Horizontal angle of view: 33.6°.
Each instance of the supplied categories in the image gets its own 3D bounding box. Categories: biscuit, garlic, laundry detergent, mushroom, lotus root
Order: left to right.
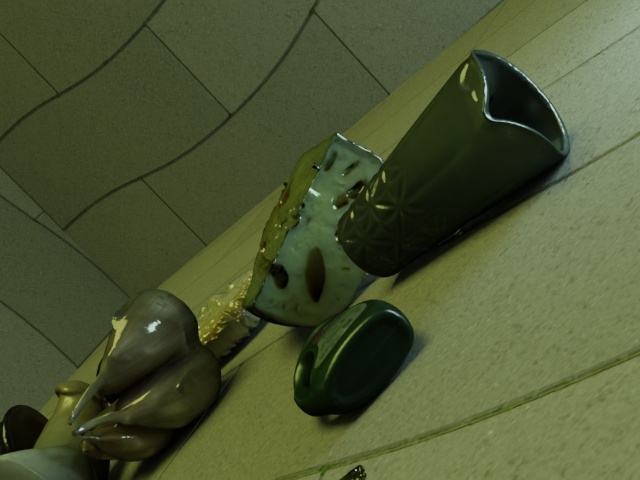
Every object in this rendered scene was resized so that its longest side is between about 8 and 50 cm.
[{"bbox_3d":[-0.391,0.337,1.610,0.126,0.178,0.397,-15,9,1],"label":"mushroom"},{"bbox_3d":[-0.267,0.205,1.568,0.237,0.210,0.292,-36,1,8],"label":"garlic"},{"bbox_3d":[-0.170,0.145,1.793,0.281,0.084,0.179,-42,8,6],"label":"biscuit"},{"bbox_3d":[-0.008,0.012,1.516,0.267,0.149,0.260,-64,8,-11],"label":"lotus root"},{"bbox_3d":[0.018,0.122,1.105,0.137,0.063,0.211,-52,10,-12],"label":"laundry detergent"}]

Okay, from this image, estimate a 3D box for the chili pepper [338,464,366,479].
[{"bbox_3d":[-0.028,0.240,0.785,0.201,0.050,0.052,-45,24,11],"label":"chili pepper"}]

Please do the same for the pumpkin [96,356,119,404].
[{"bbox_3d":[-0.330,0.224,1.972,0.202,0.140,0.202,-45,10,10],"label":"pumpkin"}]

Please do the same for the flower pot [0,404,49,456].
[{"bbox_3d":[-0.571,0.423,1.784,0.267,0.267,0.266,-33,10,7],"label":"flower pot"}]

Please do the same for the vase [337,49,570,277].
[{"bbox_3d":[0.152,-0.081,1.254,0.301,0.156,0.251,-45,-9,35],"label":"vase"}]
